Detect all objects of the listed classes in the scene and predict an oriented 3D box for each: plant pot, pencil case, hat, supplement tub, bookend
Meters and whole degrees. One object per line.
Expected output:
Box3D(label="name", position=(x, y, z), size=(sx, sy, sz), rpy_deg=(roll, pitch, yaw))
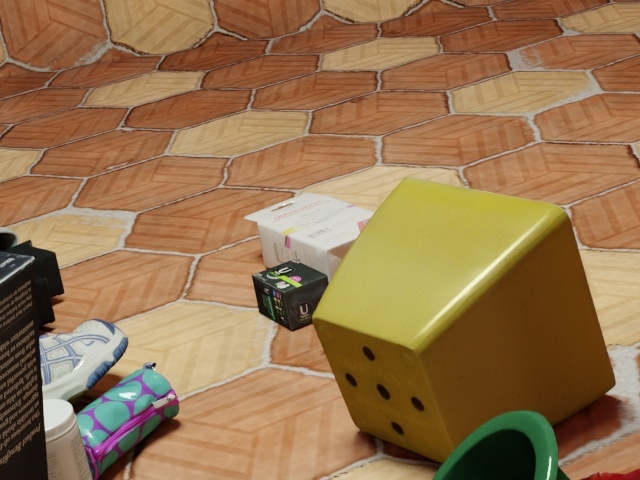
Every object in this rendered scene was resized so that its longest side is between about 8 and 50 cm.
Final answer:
Box3D(label="plant pot", position=(0.120, 0.090, 1.281), size=(0.187, 0.212, 0.212), rpy_deg=(-39, 33, -28))
Box3D(label="pencil case", position=(-0.205, 0.184, 1.347), size=(0.070, 0.064, 0.152), rpy_deg=(-12, 16, 35))
Box3D(label="hat", position=(0.191, 0.246, 1.066), size=(0.208, 0.184, 0.173), rpy_deg=(-54, 18, 1))
Box3D(label="supplement tub", position=(-0.249, 0.208, 1.243), size=(0.071, 0.107, 0.071), rpy_deg=(-8, 20, 3))
Box3D(label="bookend", position=(-0.380, 0.069, 1.719), size=(0.156, 0.072, 0.157), rpy_deg=(10, 28, 41))

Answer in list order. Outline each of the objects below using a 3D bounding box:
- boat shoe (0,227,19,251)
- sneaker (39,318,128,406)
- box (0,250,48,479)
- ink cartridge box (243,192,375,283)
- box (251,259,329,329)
Box3D(label="boat shoe", position=(-0.500, 0.029, 1.869), size=(0.081, 0.079, 0.227), rpy_deg=(-5, 18, 26))
Box3D(label="sneaker", position=(-0.303, 0.131, 1.389), size=(0.112, 0.131, 0.296), rpy_deg=(-46, 2, 24))
Box3D(label="box", position=(-0.399, 0.152, 1.135), size=(0.296, 0.294, 0.183), rpy_deg=(10, 24, 18))
Box3D(label="ink cartridge box", position=(0.000, 0.000, 1.736), size=(0.115, 0.067, 0.198), rpy_deg=(-21, 25, -29))
Box3D(label="box", position=(-0.033, 0.064, 1.604), size=(0.062, 0.052, 0.083), rpy_deg=(-21, 22, -26))
